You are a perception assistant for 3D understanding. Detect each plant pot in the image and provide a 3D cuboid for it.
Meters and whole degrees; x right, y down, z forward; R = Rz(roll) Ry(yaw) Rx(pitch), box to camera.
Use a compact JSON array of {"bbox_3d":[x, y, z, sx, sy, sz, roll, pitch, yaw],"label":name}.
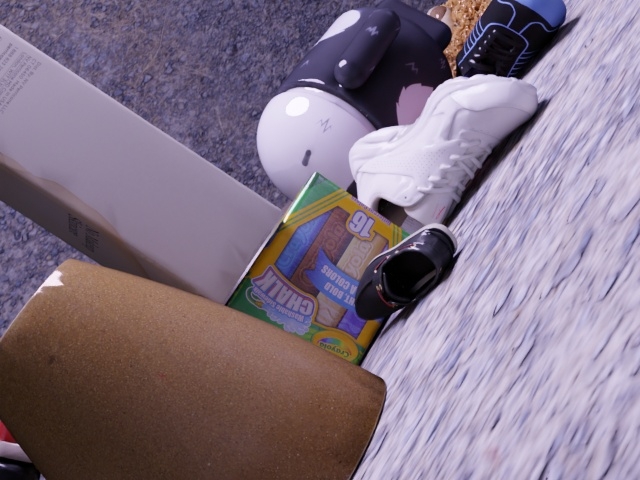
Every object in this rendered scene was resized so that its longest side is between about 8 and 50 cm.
[{"bbox_3d":[-0.120,0.132,0.814,0.237,0.254,0.237,-54,3,4],"label":"plant pot"}]

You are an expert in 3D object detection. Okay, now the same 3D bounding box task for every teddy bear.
[{"bbox_3d":[0.168,-0.264,1.706,0.245,0.113,0.338,-60,6,-31],"label":"teddy bear"}]

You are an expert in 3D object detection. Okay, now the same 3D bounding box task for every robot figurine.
[{"bbox_3d":[0.048,-0.155,1.235,0.173,0.209,0.278,3,47,46],"label":"robot figurine"}]

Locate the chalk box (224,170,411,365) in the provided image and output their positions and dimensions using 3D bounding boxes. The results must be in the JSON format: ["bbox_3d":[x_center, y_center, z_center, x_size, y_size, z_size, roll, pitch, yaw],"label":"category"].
[{"bbox_3d":[-0.021,0.069,1.018,0.213,0.132,0.132,-57,4,-24],"label":"chalk box"}]

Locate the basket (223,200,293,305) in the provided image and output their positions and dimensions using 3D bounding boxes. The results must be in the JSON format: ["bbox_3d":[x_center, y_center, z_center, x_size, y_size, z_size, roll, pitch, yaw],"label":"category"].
[{"bbox_3d":[-0.061,0.073,1.280,0.227,0.204,0.154,-48,47,5],"label":"basket"}]

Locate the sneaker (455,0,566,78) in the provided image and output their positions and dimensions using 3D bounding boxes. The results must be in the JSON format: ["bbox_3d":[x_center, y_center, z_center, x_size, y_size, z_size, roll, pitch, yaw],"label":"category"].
[{"bbox_3d":[0.201,-0.212,1.170,0.090,0.081,0.232,-58,-2,-6],"label":"sneaker"}]

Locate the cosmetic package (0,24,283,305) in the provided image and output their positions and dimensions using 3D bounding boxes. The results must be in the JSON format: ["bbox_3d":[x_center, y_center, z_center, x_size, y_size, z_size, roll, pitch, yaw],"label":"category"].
[{"bbox_3d":[-0.202,-0.051,1.003,0.113,0.309,0.160,-57,2,-17],"label":"cosmetic package"}]

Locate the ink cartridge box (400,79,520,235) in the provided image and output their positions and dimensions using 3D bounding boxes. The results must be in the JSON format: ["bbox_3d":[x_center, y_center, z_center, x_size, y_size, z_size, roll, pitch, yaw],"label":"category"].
[{"bbox_3d":[0.133,-0.086,1.135,0.179,0.045,0.145,-55,4,42],"label":"ink cartridge box"}]

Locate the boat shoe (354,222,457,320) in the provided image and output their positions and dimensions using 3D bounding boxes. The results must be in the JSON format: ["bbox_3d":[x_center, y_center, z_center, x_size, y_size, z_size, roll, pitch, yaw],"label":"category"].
[{"bbox_3d":[0.064,0.034,0.909,0.133,0.049,0.042,-44,3,47],"label":"boat shoe"}]

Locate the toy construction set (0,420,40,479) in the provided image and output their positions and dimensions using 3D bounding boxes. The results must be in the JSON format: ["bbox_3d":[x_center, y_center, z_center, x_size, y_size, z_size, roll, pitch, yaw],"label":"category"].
[{"bbox_3d":[-0.152,0.214,1.050,0.237,0.257,0.309,3,59,42],"label":"toy construction set"}]

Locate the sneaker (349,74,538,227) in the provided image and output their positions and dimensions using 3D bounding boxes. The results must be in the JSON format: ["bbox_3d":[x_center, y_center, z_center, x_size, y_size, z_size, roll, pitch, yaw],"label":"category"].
[{"bbox_3d":[0.120,-0.071,1.012,0.232,0.090,0.115,-33,52,47],"label":"sneaker"}]
